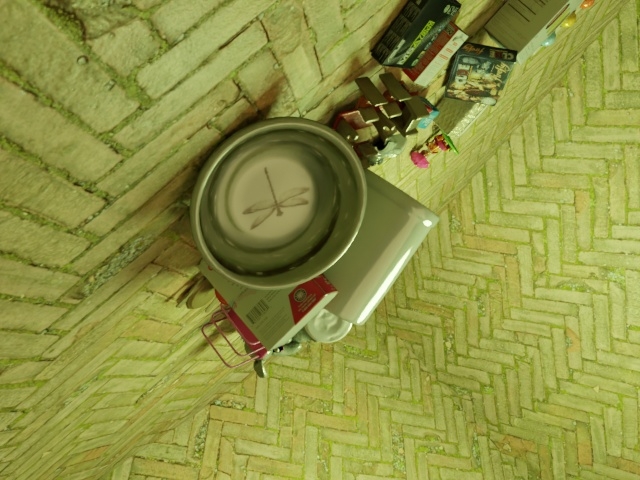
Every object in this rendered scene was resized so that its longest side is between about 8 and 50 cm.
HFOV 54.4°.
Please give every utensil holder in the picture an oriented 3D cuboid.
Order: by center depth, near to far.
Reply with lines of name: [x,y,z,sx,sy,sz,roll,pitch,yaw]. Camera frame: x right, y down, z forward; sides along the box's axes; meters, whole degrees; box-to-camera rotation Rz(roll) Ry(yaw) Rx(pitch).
utensil holder: [0.107,0.007,1.823,0.386,0.327,0.327,-58,164,6]

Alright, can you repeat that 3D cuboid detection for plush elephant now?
plush elephant: [-0.189,0.361,2.378,0.329,0.272,0.255,-21,-164,11]

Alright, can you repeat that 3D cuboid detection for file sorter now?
file sorter: [-0.235,0.263,2.102,0.291,0.202,0.182,-50,163,29]

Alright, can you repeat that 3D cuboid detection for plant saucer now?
plant saucer: [-0.097,-0.086,1.375,0.400,0.100,0.401,-10,119,-19]

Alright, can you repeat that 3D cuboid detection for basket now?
basket: [0.454,-0.435,2.061,0.167,0.113,0.103,-49,160,26]

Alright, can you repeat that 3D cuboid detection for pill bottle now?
pill bottle: [-0.003,0.227,2.249,0.176,0.176,0.318,-42,-160,2]

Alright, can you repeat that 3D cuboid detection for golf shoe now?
golf shoe: [0.210,-0.295,1.918,0.176,0.069,0.086,-35,158,-30]

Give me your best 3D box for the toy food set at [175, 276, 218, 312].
toy food set: [-0.348,0.149,1.815,0.132,0.038,0.192,-50,160,2]

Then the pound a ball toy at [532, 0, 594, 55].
pound a ball toy: [0.758,-0.725,1.957,0.319,0.136,0.208,-44,166,9]

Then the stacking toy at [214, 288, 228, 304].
stacking toy: [-0.192,0.119,1.892,0.141,0.141,0.330,-51,165,33]

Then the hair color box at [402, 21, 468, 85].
hair color box: [0.295,-0.483,1.606,0.167,0.053,0.093,-47,164,24]

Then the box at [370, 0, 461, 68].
box: [0.221,-0.482,1.425,0.191,0.045,0.184,-50,166,28]

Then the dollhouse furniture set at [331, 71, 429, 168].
dollhouse furniture set: [0.137,-0.320,1.597,0.259,0.135,0.262,-19,155,-32]

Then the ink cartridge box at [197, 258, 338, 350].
ink cartridge box: [-0.139,0.102,1.660,0.226,0.306,0.131,-45,166,13]

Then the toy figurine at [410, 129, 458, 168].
toy figurine: [0.406,-0.334,2.295,0.159,0.130,0.173,-32,-166,18]

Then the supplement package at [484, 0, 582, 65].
supplement package: [0.611,-0.650,1.785,0.244,0.134,0.139,-47,166,19]

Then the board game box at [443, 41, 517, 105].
board game box: [0.466,-0.488,1.840,0.243,0.164,0.042,83,19,-73]

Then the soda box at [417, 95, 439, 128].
soda box: [0.278,-0.381,1.833,0.071,0.067,0.210,-48,165,23]
